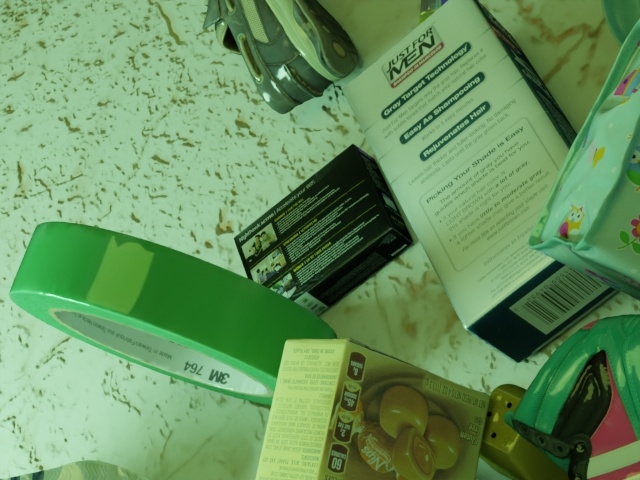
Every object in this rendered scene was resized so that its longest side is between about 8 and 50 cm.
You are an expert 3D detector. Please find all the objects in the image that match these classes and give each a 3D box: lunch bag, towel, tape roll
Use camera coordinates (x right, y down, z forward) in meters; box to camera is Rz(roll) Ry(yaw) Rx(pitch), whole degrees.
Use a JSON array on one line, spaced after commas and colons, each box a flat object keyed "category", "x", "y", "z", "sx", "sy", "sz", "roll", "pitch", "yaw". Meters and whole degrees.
[{"category": "lunch bag", "x": 0.333, "y": -0.066, "z": 1.263, "sx": 0.262, "sy": 0.223, "sz": 0.160, "roll": -64, "pitch": 10, "yaw": -6}, {"category": "towel", "x": 0.136, "y": -0.278, "z": 1.708, "sx": 0.060, "sy": 0.009, "sz": 0.083, "roll": -11, "pitch": 60, "yaw": 34}, {"category": "tape roll", "x": -0.145, "y": 0.079, "z": 1.522, "sx": 0.321, "sy": 0.321, "sz": 0.077, "roll": 9, "pitch": 72, "yaw": 42}]

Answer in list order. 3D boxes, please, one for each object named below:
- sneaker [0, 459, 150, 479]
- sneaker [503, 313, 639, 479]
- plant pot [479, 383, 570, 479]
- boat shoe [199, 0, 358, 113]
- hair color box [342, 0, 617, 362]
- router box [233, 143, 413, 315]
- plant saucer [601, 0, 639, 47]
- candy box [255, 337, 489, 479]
[{"category": "sneaker", "x": -0.292, "y": 0.318, "z": 1.654, "sx": 0.315, "sy": 0.182, "sz": 0.127, "roll": 3, "pitch": 67, "yaw": 9}, {"category": "sneaker", "x": 0.232, "y": 0.193, "z": 1.252, "sx": 0.178, "sy": 0.124, "sz": 0.295, "roll": 14, "pitch": 97, "yaw": 42}, {"category": "plant pot", "x": 0.182, "y": 0.172, "z": 1.368, "sx": 0.081, "sy": 0.083, "sz": 0.081, "roll": 23, "pitch": 82, "yaw": 44}, {"category": "boat shoe", "x": -0.086, "y": -0.284, "z": 1.811, "sx": 0.130, "sy": 0.132, "sz": 0.355, "roll": -42, "pitch": 46, "yaw": 13}, {"category": "hair color box", "x": 0.166, "y": -0.070, "z": 1.500, "sx": 0.174, "sy": 0.105, "sz": 0.347, "roll": -38, "pitch": 48, "yaw": 16}, {"category": "router box", "x": 0.000, "y": 0.000, "z": 1.640, "sx": 0.179, "sy": 0.046, "sz": 0.133, "roll": -37, "pitch": 48, "yaw": 17}, {"category": "plant saucer", "x": 0.418, "y": -0.279, "z": 1.454, "sx": 0.318, "sy": 0.044, "sz": 0.317, "roll": -20, "pitch": 55, "yaw": 31}, {"category": "candy box", "x": 0.028, "y": 0.257, "z": 1.282, "sx": 0.087, "sy": 0.183, "sz": 0.316, "roll": -5, "pitch": 68, "yaw": 48}]
